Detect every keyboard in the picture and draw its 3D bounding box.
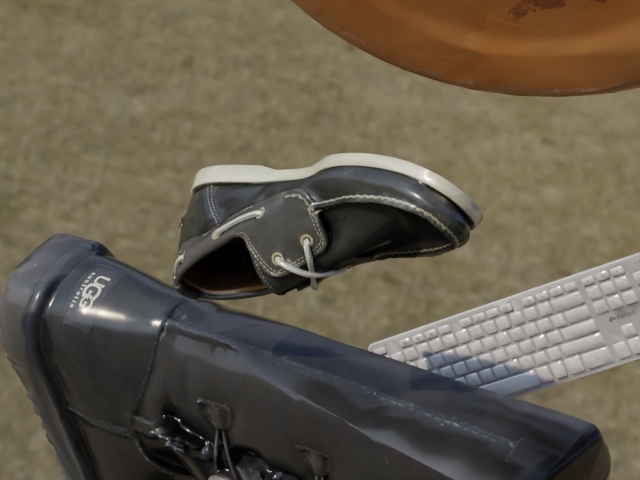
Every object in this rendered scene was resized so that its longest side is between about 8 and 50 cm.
[{"bbox_3d":[0.154,0.067,1.317,0.256,0.072,0.014,-21,8,30],"label":"keyboard"}]

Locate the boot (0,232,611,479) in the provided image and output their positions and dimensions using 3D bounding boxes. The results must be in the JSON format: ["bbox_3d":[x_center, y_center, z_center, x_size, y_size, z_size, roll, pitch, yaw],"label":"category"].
[{"bbox_3d":[0.012,0.184,1.360,0.445,0.146,0.367,17,-27,30],"label":"boot"}]

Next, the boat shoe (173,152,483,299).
[{"bbox_3d":[0.000,0.000,1.105,0.233,0.079,0.084,-4,-36,47],"label":"boat shoe"}]

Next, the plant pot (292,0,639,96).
[{"bbox_3d":[0.083,-0.190,0.675,0.291,0.291,0.203,13,56,-1],"label":"plant pot"}]
